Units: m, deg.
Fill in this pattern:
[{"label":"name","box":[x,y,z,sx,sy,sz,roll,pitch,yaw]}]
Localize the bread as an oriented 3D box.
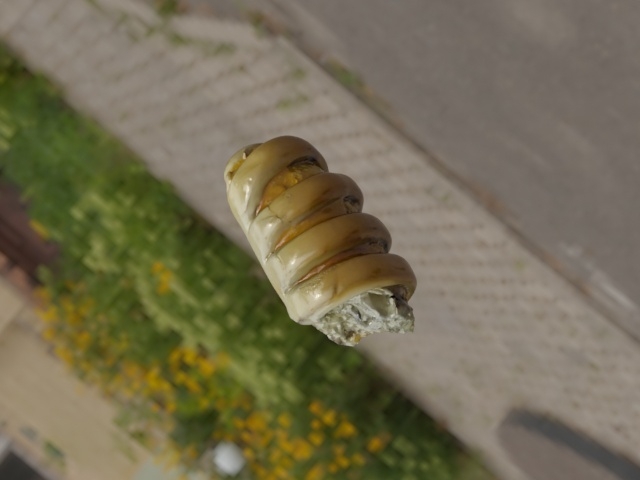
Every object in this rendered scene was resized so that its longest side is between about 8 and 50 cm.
[{"label":"bread","box":[0.000,0.000,1.354,0.177,0.084,0.119,57,-166,19]}]
